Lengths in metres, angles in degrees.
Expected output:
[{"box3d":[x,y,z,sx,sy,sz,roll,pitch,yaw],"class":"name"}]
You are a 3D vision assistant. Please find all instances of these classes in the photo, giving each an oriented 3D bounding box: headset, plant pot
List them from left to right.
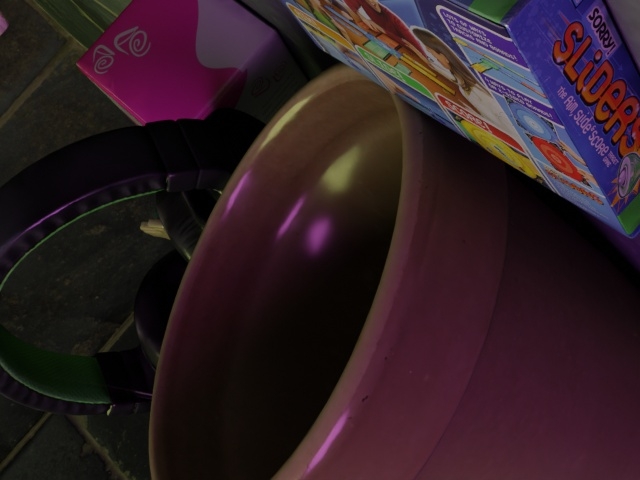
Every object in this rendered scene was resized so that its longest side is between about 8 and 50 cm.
[{"box3d":[-0.044,0.039,0.835,0.185,0.394,0.243,62,146,36],"class":"headset"},{"box3d":[0.064,0.065,0.653,0.229,0.263,0.263,24,-176,-24],"class":"plant pot"}]

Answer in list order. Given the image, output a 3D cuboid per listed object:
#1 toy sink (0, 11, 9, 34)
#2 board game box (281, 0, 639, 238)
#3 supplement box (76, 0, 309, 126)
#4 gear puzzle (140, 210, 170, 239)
[{"box3d":[-0.205,-0.232,0.566,0.153,0.131,0.234,39,172,33],"class":"toy sink"},{"box3d":[0.037,-0.089,0.468,0.201,0.035,0.136,38,176,41],"class":"board game box"},{"box3d":[-0.076,-0.103,0.942,0.114,0.111,0.220,40,176,21],"class":"supplement box"},{"box3d":[0.000,0.000,1.107,0.339,0.044,0.175,5,167,39],"class":"gear puzzle"}]
